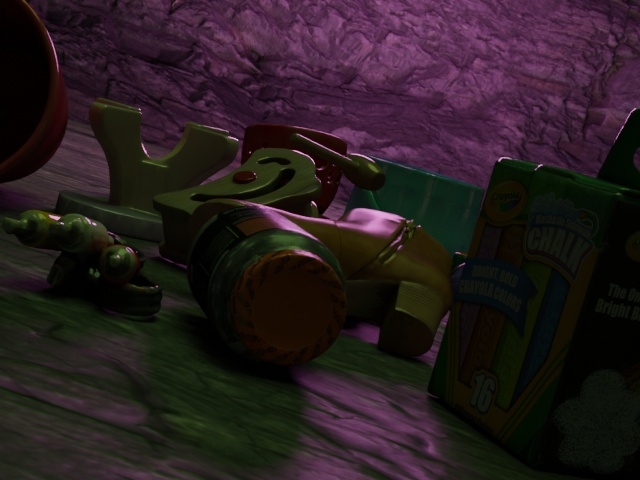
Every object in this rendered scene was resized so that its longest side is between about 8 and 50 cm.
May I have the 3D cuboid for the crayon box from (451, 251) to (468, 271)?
[{"bbox_3d":[0.335,0.090,1.694,0.165,0.081,0.278,21,7,37],"label":"crayon box"}]

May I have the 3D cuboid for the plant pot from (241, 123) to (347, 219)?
[{"bbox_3d":[-0.058,-0.111,1.958,0.191,0.174,0.191,11,-5,1],"label":"plant pot"}]

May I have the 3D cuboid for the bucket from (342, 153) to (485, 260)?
[{"bbox_3d":[0.173,-0.047,2.053,0.281,0.183,0.281,16,6,-2],"label":"bucket"}]

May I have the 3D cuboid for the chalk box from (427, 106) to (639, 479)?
[{"bbox_3d":[0.240,0.034,0.907,0.180,0.289,0.179,14,6,-25],"label":"chalk box"}]

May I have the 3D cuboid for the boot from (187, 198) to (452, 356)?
[{"bbox_3d":[0.009,0.010,1.184,0.295,0.104,0.211,27,25,-4],"label":"boot"}]

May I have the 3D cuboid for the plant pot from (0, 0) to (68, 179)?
[{"bbox_3d":[-0.444,-0.182,1.371,0.275,0.275,0.243,16,-5,1],"label":"plant pot"}]

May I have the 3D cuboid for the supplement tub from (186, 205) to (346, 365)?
[{"bbox_3d":[-0.047,0.038,0.928,0.117,0.117,0.190,15,6,-17],"label":"supplement tub"}]

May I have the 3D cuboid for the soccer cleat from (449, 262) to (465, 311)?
[{"bbox_3d":[0.321,0.103,1.442,0.318,0.108,0.116,18,9,-10],"label":"soccer cleat"}]

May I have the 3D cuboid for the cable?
[{"bbox_3d":[-0.189,0.011,1.013,0.139,0.072,0.287,22,6,4],"label":"cable"}]

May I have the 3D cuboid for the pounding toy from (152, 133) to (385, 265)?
[{"bbox_3d":[-0.072,-0.076,1.300,0.270,0.154,0.154,-17,31,-24],"label":"pounding toy"}]

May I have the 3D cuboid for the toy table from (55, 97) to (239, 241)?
[{"bbox_3d":[-0.230,-0.093,1.476,0.252,0.160,0.274,18,7,21],"label":"toy table"}]
